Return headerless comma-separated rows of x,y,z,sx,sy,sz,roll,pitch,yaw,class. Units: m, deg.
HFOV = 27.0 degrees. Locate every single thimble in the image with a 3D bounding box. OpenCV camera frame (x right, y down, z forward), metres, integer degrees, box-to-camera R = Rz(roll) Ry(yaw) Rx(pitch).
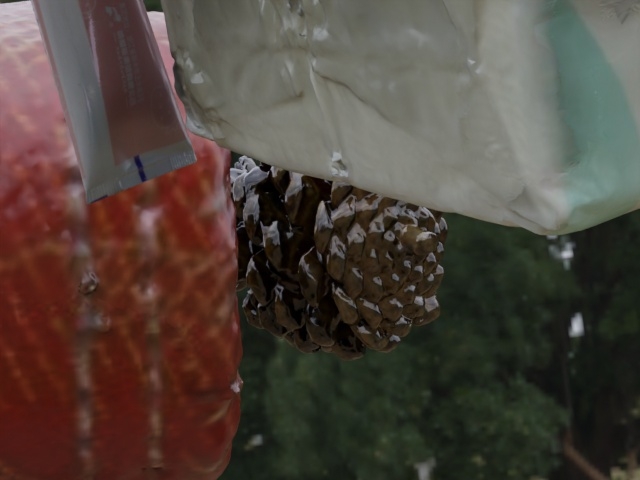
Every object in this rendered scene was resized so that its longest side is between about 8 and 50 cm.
-0.183,0.005,0.916,0.230,0.350,0.350,-3,-9,-13,thimble

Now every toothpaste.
-0.105,-0.118,0.586,0.043,0.194,0.067,-5,16,44,toothpaste

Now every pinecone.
0.001,-0.011,1.312,0.257,0.243,0.243,19,0,18,pinecone

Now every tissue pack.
0.135,-0.146,0.572,0.356,0.194,0.266,-20,21,-29,tissue pack
